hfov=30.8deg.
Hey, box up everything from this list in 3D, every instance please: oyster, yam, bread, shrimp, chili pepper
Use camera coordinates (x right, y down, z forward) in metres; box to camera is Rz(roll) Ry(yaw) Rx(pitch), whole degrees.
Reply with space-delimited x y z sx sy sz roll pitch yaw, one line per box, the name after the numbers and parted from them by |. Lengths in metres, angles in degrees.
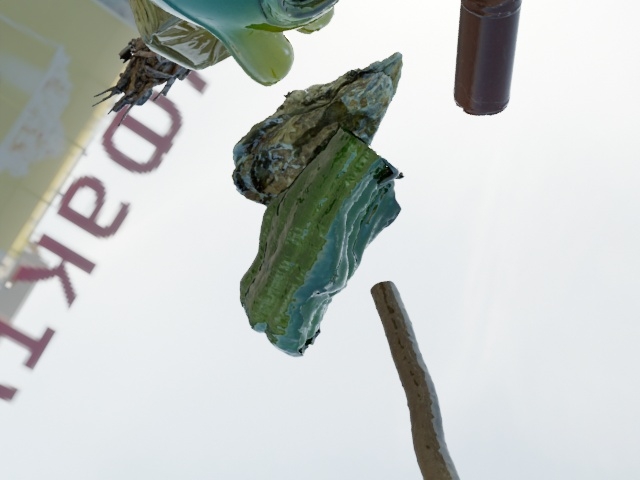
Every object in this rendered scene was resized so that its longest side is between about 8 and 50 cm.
0.003 -0.171 1.832 0.351 0.162 0.158 -41 -130 27 | oyster
0.118 0.194 1.393 0.045 0.045 0.327 -41 -129 34 | yam
-0.145 -0.325 1.536 0.192 0.210 0.110 -29 -102 18 | bread
-0.289 -0.327 2.082 0.145 0.116 0.343 -30 -161 50 | shrimp
-0.006 -0.007 1.788 0.385 0.167 0.213 -60 171 25 | chili pepper

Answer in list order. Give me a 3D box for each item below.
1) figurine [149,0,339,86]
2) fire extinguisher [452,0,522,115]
-0.104 -0.338 1.258 0.231 0.340 0.324 8 -85 43 | figurine
0.279 -0.381 1.970 0.337 0.106 0.147 89 -13 -47 | fire extinguisher
